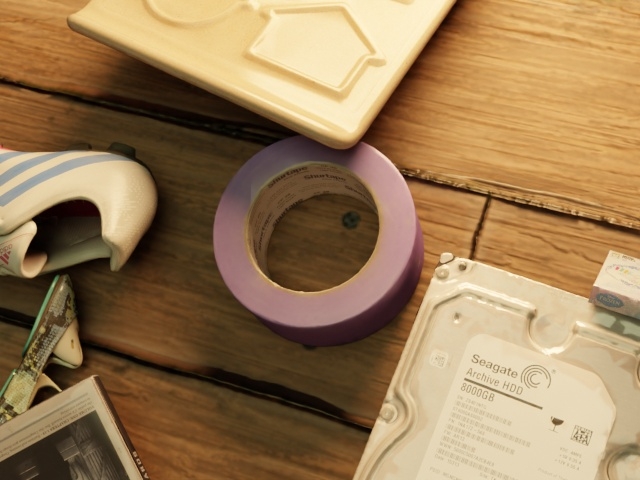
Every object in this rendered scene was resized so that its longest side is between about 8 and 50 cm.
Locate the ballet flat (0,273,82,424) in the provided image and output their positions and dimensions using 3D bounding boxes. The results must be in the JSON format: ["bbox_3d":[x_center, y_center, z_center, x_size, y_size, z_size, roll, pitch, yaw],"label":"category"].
[{"bbox_3d":[-0.267,0.127,0.980,0.070,0.070,0.188,21,79,18],"label":"ballet flat"}]

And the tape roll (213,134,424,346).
[{"bbox_3d":[0.000,0.000,0.949,0.189,0.080,0.189,-3,71,10],"label":"tape roll"}]

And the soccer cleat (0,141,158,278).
[{"bbox_3d":[-0.326,-0.027,0.991,0.331,0.116,0.143,-2,45,10],"label":"soccer cleat"}]

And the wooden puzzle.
[{"bbox_3d":[-0.027,-0.254,1.023,0.322,0.080,0.348,26,62,19],"label":"wooden puzzle"}]

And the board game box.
[{"bbox_3d":[0.284,0.045,0.873,0.090,0.090,0.020,20,115,18],"label":"board game box"}]

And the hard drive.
[{"bbox_3d":[0.154,0.202,0.858,0.236,0.064,0.339,20,76,17],"label":"hard drive"}]

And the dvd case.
[{"bbox_3d":[-0.226,0.267,0.902,0.179,0.029,0.239,-29,82,2],"label":"dvd case"}]
